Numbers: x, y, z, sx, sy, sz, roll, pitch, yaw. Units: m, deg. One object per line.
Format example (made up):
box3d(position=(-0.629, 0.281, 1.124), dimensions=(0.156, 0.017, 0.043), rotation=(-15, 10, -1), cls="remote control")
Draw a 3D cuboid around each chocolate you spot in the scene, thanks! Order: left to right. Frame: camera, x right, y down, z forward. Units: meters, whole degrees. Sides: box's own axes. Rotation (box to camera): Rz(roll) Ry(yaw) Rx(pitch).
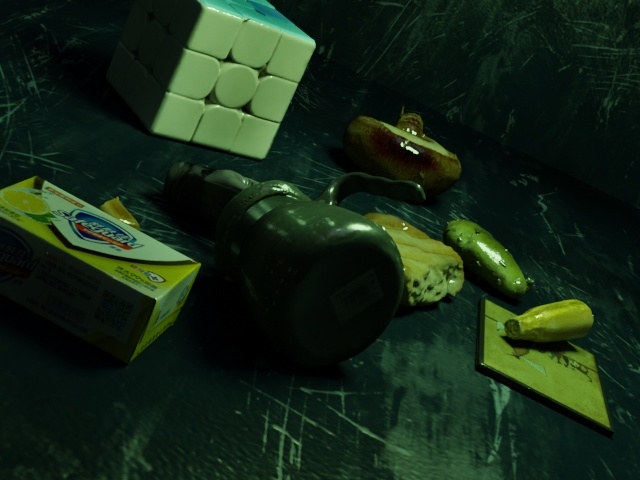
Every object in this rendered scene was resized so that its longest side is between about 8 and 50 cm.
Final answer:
box3d(position=(0.419, 0.152, 1.912), dimensions=(0.219, 0.085, 0.086), rotation=(0, 32, -45), cls="chocolate")

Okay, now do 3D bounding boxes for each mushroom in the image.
box3d(position=(0.195, -0.205, 2.473), dimensions=(0.297, 0.163, 0.278), rotation=(25, 28, -4), cls="mushroom")

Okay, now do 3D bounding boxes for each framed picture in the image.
box3d(position=(0.399, 0.216, 1.855), dimensions=(0.255, 0.014, 0.338), rotation=(27, 19, 2), cls="framed picture")

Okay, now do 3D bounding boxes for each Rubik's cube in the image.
box3d(position=(-0.237, -0.378, 2.166), dimensions=(0.292, 0.291, 0.290), rotation=(10, 25, -37), cls="Rubik's cube")

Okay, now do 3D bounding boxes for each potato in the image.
box3d(position=(0.341, 0.038, 2.131), dimensions=(0.225, 0.090, 0.117), rotation=(45, 19, 27), cls="potato")

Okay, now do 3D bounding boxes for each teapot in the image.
box3d(position=(-0.018, -0.005, 1.502), dimensions=(0.223, 0.305, 0.285), rotation=(30, 5, -41), cls="teapot")

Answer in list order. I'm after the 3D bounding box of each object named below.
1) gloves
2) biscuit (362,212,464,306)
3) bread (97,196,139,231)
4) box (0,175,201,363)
box3d(position=(-0.146, -0.058, 1.708), dimensions=(0.119, 0.142, 0.285), rotation=(-29, 54, -34), cls="gloves")
box3d(position=(0.143, 0.037, 1.878), dimensions=(0.213, 0.091, 0.274), rotation=(41, 25, 29), cls="biscuit")
box3d(position=(-0.316, -0.033, 1.535), dimensions=(0.062, 0.049, 0.103), rotation=(18, 18, -45), cls="bread")
box3d(position=(-0.308, 0.031, 1.308), dimensions=(0.265, 0.097, 0.168), rotation=(29, 20, 7), cls="box")
